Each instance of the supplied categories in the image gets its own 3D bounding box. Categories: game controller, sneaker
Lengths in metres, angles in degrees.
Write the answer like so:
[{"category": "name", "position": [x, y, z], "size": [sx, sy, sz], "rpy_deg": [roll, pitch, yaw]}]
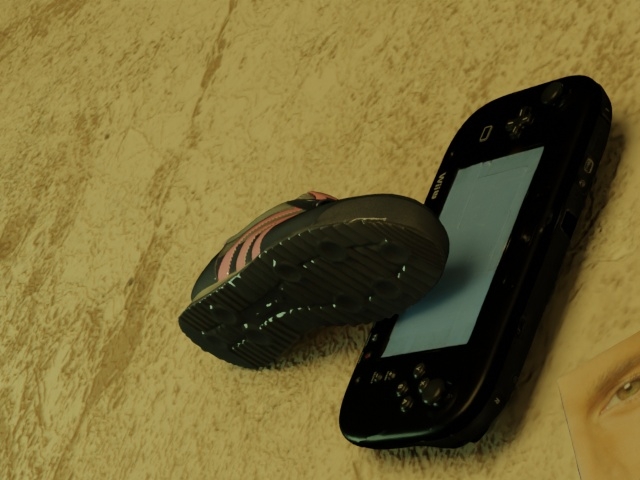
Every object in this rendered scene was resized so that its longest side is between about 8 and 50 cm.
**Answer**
[{"category": "game controller", "position": [0.115, 0.016, 1.427], "size": [0.166, 0.067, 0.319], "rpy_deg": [-5, 51, 46]}, {"category": "sneaker", "position": [0.000, 0.000, 1.490], "size": [0.319, 0.112, 0.131], "rpy_deg": [-23, 34, 52]}]

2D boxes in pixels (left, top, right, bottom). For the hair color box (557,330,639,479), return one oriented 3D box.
[{"category": "hair color box", "position": [0.259, 0.177, 1.065], "size": [0.185, 0.110, 0.339], "rpy_deg": [-33, 35, 21]}]
